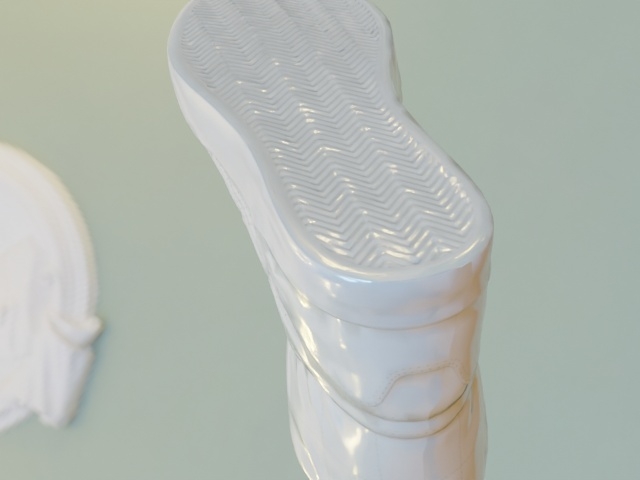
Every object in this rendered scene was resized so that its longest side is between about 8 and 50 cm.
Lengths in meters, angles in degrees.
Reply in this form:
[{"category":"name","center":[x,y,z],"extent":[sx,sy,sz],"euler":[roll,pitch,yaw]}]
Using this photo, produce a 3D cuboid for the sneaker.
[{"category":"sneaker","center":[0.000,0.000,0.598],"extent":[0.108,0.292,0.169],"euler":[-10,-55,-7]}]
